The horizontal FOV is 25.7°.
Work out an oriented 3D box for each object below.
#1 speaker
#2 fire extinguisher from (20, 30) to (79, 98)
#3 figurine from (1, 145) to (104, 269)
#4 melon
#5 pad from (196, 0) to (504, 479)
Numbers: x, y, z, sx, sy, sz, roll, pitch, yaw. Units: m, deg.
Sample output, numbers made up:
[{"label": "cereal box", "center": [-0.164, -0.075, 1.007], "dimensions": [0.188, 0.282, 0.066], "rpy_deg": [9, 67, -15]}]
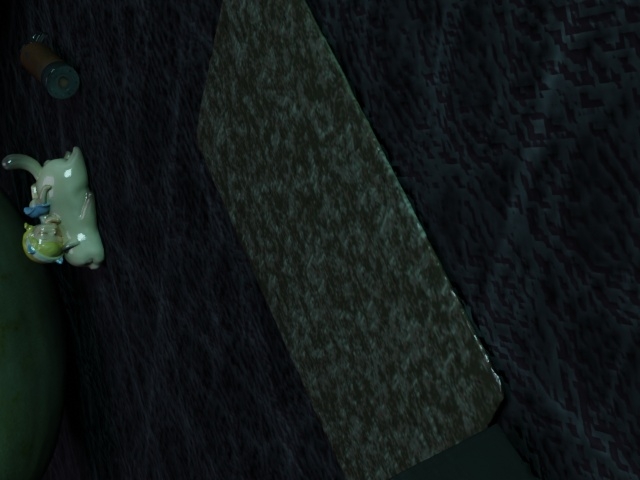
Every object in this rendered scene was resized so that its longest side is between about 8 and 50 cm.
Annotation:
[{"label": "speaker", "center": [0.026, 0.125, 0.500], "dimensions": [0.040, 0.046, 0.191], "rpy_deg": [58, 153, 20]}, {"label": "fire extinguisher", "center": [-0.173, -0.113, 0.892], "dimensions": [0.028, 0.022, 0.083], "rpy_deg": [-58, 33, 6]}, {"label": "figurine", "center": [-0.172, -0.018, 0.903], "dimensions": [0.047, 0.051, 0.083], "rpy_deg": [157, 99, -74]}, {"label": "melon", "center": [-0.315, 0.072, 1.036], "dimensions": [0.308, 0.272, 0.271], "rpy_deg": [55, 150, 34]}, {"label": "pad", "center": [0.000, 0.000, 0.552], "dimensions": [0.158, 0.003, 0.235], "rpy_deg": [109, 142, -53]}]
